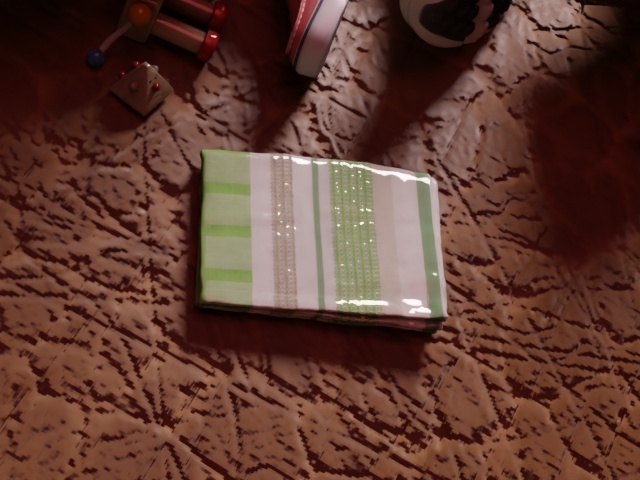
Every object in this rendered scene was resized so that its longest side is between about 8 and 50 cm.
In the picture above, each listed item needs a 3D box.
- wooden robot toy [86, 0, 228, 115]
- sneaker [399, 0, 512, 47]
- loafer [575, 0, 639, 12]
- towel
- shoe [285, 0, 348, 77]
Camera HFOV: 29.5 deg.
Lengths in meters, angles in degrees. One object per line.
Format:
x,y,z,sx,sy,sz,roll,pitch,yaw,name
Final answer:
-0.091,-0.167,0.765,0.076,0.079,0.173,17,59,-8,wooden robot toy
0.110,-0.243,0.867,0.118,0.110,0.292,26,50,8,sneaker
0.295,-0.249,0.904,0.366,0.130,0.133,-19,95,-43,loafer
0.000,0.000,0.740,0.152,0.023,0.113,6,58,-12,towel
-0.016,-0.185,0.812,0.081,0.063,0.178,19,53,-5,shoe
